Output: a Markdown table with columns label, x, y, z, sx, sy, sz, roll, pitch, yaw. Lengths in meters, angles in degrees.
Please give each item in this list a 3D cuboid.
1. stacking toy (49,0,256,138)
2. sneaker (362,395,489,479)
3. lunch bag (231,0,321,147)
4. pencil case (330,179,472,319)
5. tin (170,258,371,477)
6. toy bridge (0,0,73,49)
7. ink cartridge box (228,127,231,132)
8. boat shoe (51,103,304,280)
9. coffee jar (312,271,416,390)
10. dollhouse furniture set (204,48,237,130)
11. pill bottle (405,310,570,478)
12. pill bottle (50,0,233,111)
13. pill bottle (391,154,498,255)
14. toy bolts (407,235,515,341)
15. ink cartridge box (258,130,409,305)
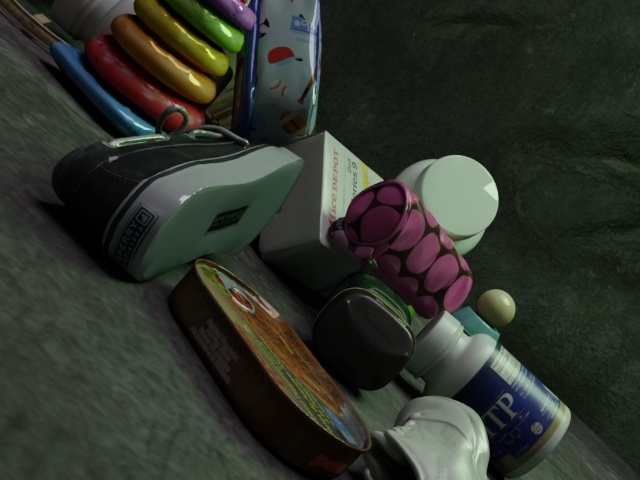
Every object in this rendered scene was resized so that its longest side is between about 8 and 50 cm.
| label | x | y | z | sx | sy | sz | roll | pitch | yaw |
| --- | --- | --- | --- | --- | --- | --- | --- | --- | --- |
| stacking toy | -0.140 | -0.255 | 0.944 | 0.166 | 0.302 | 0.175 | 45 | 11 | 18 |
| sneaker | 0.068 | 0.157 | 0.593 | 0.094 | 0.080 | 0.212 | 30 | 10 | -9 |
| lunch bag | -0.065 | -0.204 | 1.121 | 0.115 | 0.243 | 0.303 | 2 | -17 | -7 |
| pencil case | 0.104 | 0.020 | 0.964 | 0.209 | 0.095 | 0.098 | 41 | 50 | -46 |
| tin | -0.038 | 0.084 | 0.568 | 0.189 | 0.040 | 0.106 | 48 | 5 | 39 |
| toy bridge | -0.345 | -0.262 | 1.002 | 0.188 | 0.026 | 0.063 | 40 | 8 | -18 |
| ink cartridge box | -0.033 | -0.099 | 1.391 | 0.201 | 0.117 | 0.278 | 44 | 6 | 15 |
| boat shoe | -0.107 | -0.045 | 0.677 | 0.105 | 0.113 | 0.306 | 38 | 21 | 9 |
| coffee jar | 0.045 | 0.088 | 0.833 | 0.096 | 0.079 | 0.184 | 41 | 6 | 1 |
| dollhouse furniture set | -0.173 | -0.294 | 1.462 | 0.161 | 0.212 | 0.242 | 52 | -15 | 48 |
| pill bottle | 0.186 | 0.175 | 0.964 | 0.187 | 0.112 | 0.112 | 43 | 7 | 4 |
| pill bottle | -0.243 | -0.258 | 1.116 | 0.229 | 0.131 | 0.131 | 42 | 7 | -7 |
| pill bottle | 0.190 | -0.041 | 1.526 | 0.188 | 0.188 | 0.334 | 42 | -19 | -2 |
| toy bolts | 0.184 | 0.090 | 1.278 | 0.228 | 0.158 | 0.218 | 44 | 7 | 15 |
| ink cartridge box | 0.025 | -0.014 | 1.027 | 0.212 | 0.093 | 0.154 | 34 | 50 | -45 |
